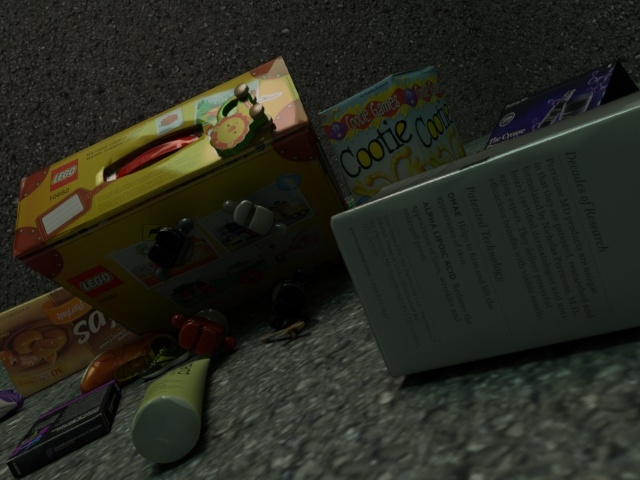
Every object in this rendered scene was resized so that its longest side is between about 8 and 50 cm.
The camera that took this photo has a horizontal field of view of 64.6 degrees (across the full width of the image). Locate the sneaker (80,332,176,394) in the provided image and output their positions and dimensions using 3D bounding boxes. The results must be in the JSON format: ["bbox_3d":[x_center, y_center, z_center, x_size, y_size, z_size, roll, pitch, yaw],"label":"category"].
[{"bbox_3d":[-0.312,0.198,0.832,0.067,0.064,0.175,-6,18,34],"label":"sneaker"}]

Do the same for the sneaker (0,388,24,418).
[{"bbox_3d":[-0.634,0.322,0.990,0.169,0.068,0.071,-6,1,39],"label":"sneaker"}]

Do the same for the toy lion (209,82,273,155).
[{"bbox_3d":[-0.126,-0.173,0.748,0.096,0.100,0.034,-37,-37,4],"label":"toy lion"}]

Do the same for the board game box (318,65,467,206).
[{"bbox_3d":[0.137,-0.104,0.785,0.144,0.275,0.142,-17,9,41],"label":"board game box"}]

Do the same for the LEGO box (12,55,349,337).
[{"bbox_3d":[-0.212,-0.043,0.944,0.499,0.193,0.372,-23,-37,4],"label":"LEGO box"}]

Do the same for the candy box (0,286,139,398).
[{"bbox_3d":[-0.548,0.189,1.140,0.316,0.183,0.087,-27,9,-30],"label":"candy box"}]

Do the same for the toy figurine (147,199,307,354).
[{"bbox_3d":[-0.135,0.051,0.763,0.212,0.210,0.148,-23,-1,-5],"label":"toy figurine"}]

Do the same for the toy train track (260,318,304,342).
[{"bbox_3d":[-0.051,0.131,0.701,0.083,0.014,0.048,-27,3,38],"label":"toy train track"}]

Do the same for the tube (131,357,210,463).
[{"bbox_3d":[-0.167,0.175,0.568,0.070,0.062,0.240,17,-6,-11],"label":"tube"}]

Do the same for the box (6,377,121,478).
[{"bbox_3d":[-0.335,0.245,0.680,0.116,0.029,0.162,-26,6,-14],"label":"box"}]

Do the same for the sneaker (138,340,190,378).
[{"bbox_3d":[-0.251,0.189,0.804,0.083,0.035,0.031,-26,7,-27],"label":"sneaker"}]

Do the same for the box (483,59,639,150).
[{"bbox_3d":[0.482,-0.228,1.039,0.184,0.103,0.261,-57,21,-23],"label":"box"}]

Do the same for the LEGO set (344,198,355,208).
[{"bbox_3d":[0.125,-0.105,1.579,0.093,0.087,0.227,-36,-2,34],"label":"LEGO set"}]

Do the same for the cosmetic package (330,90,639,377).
[{"bbox_3d":[0.229,-0.030,0.431,0.384,0.156,0.217,-21,5,23],"label":"cosmetic package"}]
